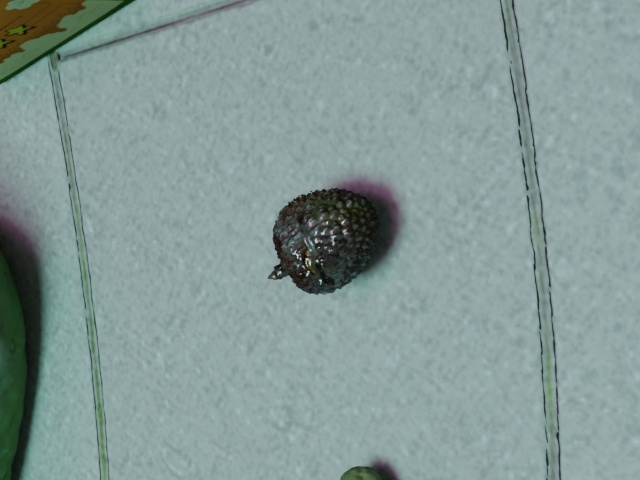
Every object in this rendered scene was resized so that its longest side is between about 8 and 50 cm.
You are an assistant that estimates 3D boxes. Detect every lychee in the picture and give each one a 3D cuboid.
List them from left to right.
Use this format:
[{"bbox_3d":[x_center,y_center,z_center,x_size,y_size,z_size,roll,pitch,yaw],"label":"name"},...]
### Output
[{"bbox_3d":[0.000,0.000,1.026,0.083,0.068,0.067,-28,73,12],"label":"lychee"}]

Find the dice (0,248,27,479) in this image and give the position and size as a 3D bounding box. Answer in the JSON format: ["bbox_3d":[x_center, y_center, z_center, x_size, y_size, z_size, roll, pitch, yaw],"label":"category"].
[{"bbox_3d":[-0.442,0.117,1.231,0.322,0.318,0.330,26,112,34],"label":"dice"}]

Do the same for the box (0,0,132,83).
[{"bbox_3d":[-0.260,-0.230,1.151,0.178,0.148,0.194,-23,82,37],"label":"box"}]

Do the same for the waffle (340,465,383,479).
[{"bbox_3d":[0.072,0.315,1.020,0.309,0.056,0.291,31,114,30],"label":"waffle"}]
